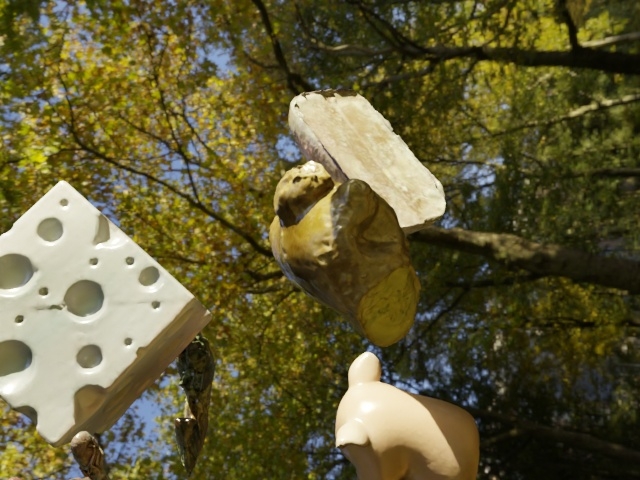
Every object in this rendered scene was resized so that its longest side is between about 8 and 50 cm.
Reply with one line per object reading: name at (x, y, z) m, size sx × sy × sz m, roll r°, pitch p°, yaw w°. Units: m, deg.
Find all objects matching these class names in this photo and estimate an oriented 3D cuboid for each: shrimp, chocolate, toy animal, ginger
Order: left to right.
shrimp at (-0.256, 0.249, 0.639) m, size 0.029 × 0.038 × 0.092 m, roll -41°, pitch -59°, yaw -47°
shrimp at (-0.277, 0.332, 1.219) m, size 0.444 × 0.085 × 0.271 m, roll 100°, pitch 171°, yaw -50°
ginger at (0.000, 0.000, 0.690) m, size 0.123 × 0.270 × 0.218 m, roll -36°, pitch -55°, yaw -24°
chocolate at (0.065, -0.121, 0.943) m, size 0.185 × 0.100 × 0.303 m, roll -13°, pitch -123°, yaw -42°
toy animal at (0.147, 0.345, 0.973) m, size 0.195 × 0.257 × 0.212 m, roll -74°, pitch -2°, yaw -54°

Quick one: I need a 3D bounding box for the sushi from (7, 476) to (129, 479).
sushi at (-0.161, 0.278, 0.513) m, size 0.161 × 0.241 × 0.107 m, roll -22°, pitch -47°, yaw -42°

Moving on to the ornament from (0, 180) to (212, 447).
ornament at (-0.329, 0.107, 0.808) m, size 0.239 × 0.239 × 0.239 m, roll -48°, pitch -6°, yaw -13°
